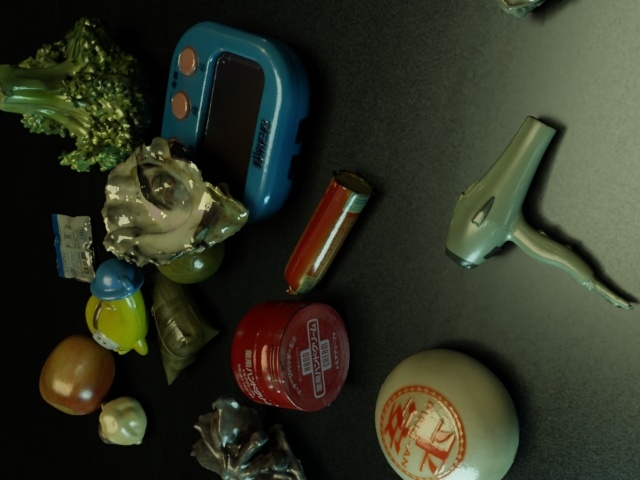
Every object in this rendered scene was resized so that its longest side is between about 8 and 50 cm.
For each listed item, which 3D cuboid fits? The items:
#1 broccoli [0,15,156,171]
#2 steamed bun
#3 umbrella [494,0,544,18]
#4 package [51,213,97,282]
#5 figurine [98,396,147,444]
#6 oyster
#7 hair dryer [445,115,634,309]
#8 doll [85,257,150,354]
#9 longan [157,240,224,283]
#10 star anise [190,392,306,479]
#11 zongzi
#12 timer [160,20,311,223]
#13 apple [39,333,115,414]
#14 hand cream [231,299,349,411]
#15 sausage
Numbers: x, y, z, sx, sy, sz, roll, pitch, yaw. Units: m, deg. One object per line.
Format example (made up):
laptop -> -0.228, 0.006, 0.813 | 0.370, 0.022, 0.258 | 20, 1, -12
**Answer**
broccoli -> -0.501, -0.300, 1.451 | 0.338, 0.317, 0.277 | -90, 19, -49
steamed bun -> 0.180, 0.288, 1.067 | 0.231, 0.145, 0.232 | 9, 104, 38
umbrella -> 0.351, -0.411, 0.826 | 0.357, 0.106, 0.113 | -31, 75, 38
package -> -0.626, 0.019, 1.759 | 0.173, 0.027, 0.171 | 6, 105, 39
figurine -> -0.490, 0.453, 1.692 | 0.196, 0.108, 0.114 | -47, 57, 54
oyster -> -0.282, -0.065, 1.260 | 0.351, 0.114, 0.238 | 7, 86, 30
hair dryer -> 0.320, -0.048, 0.955 | 0.267, 0.092, 0.229 | 15, 102, 22
doll -> -0.434, 0.157, 1.525 | 0.199, 0.145, 0.363 | 49, 150, 7
longan -> -0.270, 0.005, 1.377 | 0.154, 0.145, 0.176 | -9, 125, 24
star anise -> -0.125, 0.452, 1.375 | 0.315, 0.139, 0.360 | 6, 117, 46
zongzi -> -0.330, 0.182, 1.508 | 0.205, 0.094, 0.204 | 56, 134, 23
timer -> -0.161, -0.214, 1.275 | 0.309, 0.115, 0.340 | 27, 114, 34
apple -> -0.590, 0.326, 1.692 | 0.199, 0.199, 0.199 | 8, 103, 38
hand cream -> -0.051, 0.198, 1.212 | 0.125, 0.193, 0.193 | -5, 95, 42
sausage -> 0.000, 0.000, 1.207 | 0.083, 0.083, 0.264 | 45, 124, 24
